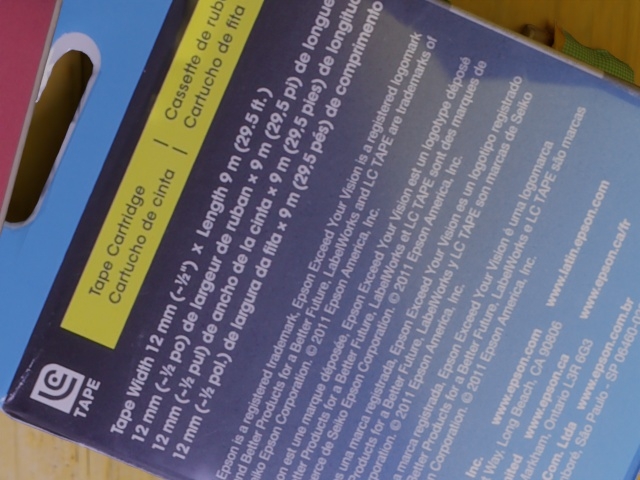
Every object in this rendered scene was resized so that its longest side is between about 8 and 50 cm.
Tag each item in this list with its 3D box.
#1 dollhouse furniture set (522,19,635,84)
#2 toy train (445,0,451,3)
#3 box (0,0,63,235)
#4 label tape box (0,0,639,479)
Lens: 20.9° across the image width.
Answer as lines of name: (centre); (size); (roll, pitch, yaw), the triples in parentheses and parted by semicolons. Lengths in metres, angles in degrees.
dollhouse furniture set: (0.118, -0.033, 0.901); (0.076, 0.058, 0.152); (20, 97, -27)
toy train: (0.059, -0.107, 0.876); (0.023, 0.017, 0.083); (-37, 117, -21)
box: (-0.193, -0.049, 0.672); (0.127, 0.148, 0.232); (18, 77, -26)
label tape box: (0.000, 0.000, 0.816); (0.347, 0.115, 0.249); (23, 96, -2)
